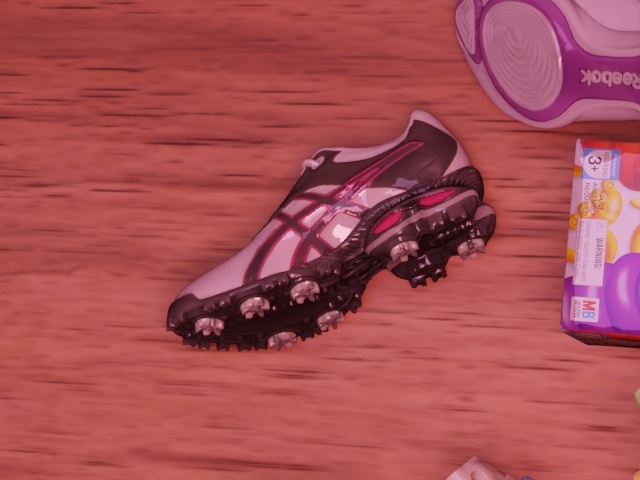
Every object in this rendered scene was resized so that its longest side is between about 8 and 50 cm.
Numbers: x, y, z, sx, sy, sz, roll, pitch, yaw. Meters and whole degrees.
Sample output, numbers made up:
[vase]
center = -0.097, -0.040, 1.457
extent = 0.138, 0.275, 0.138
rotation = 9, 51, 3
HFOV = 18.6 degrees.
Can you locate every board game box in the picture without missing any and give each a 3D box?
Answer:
[board game box]
center = 0.325, 0.014, 1.411
extent = 0.275, 0.144, 0.142
rotation = 4, 84, 17

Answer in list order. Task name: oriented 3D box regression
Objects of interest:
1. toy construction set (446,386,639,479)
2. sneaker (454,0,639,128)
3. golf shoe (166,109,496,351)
[toy construction set]
center = 0.236, 0.183, 1.355
extent = 0.327, 0.215, 0.151
rotation = -30, 68, 44
[sneaker]
center = 0.241, -0.139, 1.484
extent = 0.305, 0.152, 0.114
rotation = 21, 115, 37
[golf shoe]
center = 0.000, 0.000, 1.539
extent = 0.273, 0.105, 0.120
rotation = -24, 61, 5
